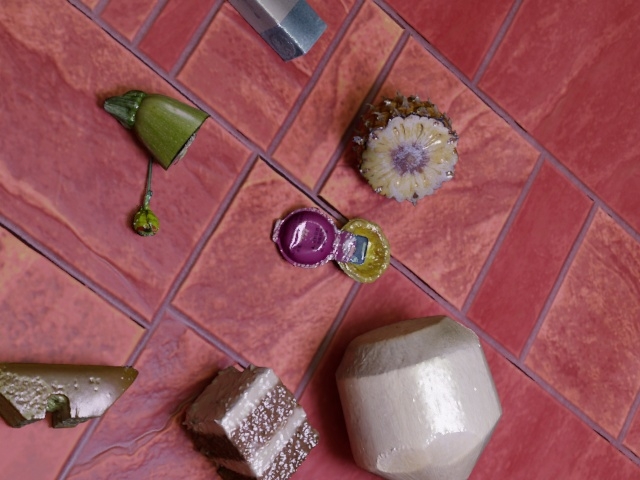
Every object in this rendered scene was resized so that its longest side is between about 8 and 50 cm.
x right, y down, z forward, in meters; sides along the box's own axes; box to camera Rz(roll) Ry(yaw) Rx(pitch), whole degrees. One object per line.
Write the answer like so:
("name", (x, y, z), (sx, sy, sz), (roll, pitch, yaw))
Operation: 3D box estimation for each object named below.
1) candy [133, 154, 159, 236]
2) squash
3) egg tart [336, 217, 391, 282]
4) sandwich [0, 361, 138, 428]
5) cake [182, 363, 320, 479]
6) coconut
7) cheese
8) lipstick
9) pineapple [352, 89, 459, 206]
("candy", (-0.244, -0.064, 2.027), (0.035, 0.035, 0.123), (35, 54, -58))
("squash", (-0.237, -0.176, 2.017), (0.132, 0.105, 0.105), (37, 66, -3))
("egg tart", (0.060, 0.017, 2.195), (0.105, 0.039, 0.105), (4, 83, -31))
("sandwich", (-0.356, 0.205, 1.892), (0.244, 0.090, 0.088), (6, 79, -31))
("cake", (-0.103, 0.266, 2.014), (0.147, 0.135, 0.134), (51, 62, -23))
("coconut", (0.150, 0.251, 2.113), (0.237, 0.237, 0.266), (-12, 92, -32))
("cheese", (0.000, 0.000, 2.141), (0.145, 0.038, 0.095), (14, 82, -5))
("lipstick", (-0.125, -0.405, 2.109), (0.317, 0.066, 0.068), (46, 64, -19))
("pineapple", (0.126, -0.164, 2.219), (0.176, 0.137, 0.161), (37, 111, -29))
